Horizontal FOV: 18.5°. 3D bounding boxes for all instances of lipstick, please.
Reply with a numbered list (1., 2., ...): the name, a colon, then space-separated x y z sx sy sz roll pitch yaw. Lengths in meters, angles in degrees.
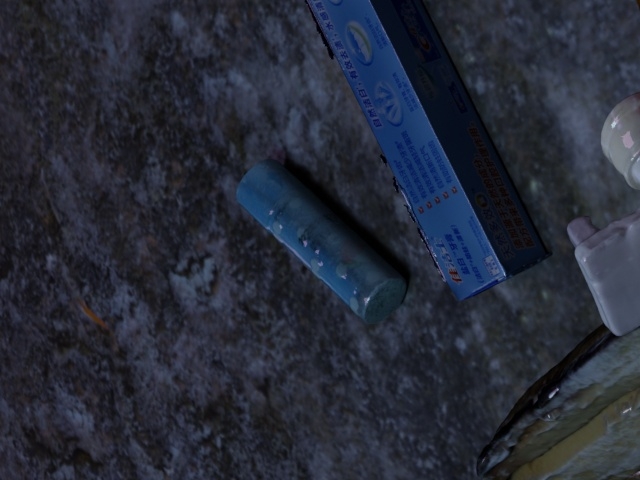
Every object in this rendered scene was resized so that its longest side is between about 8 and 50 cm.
1. lipstick: 0.000 0.000 1.533 0.158 0.048 0.048 43 138 29

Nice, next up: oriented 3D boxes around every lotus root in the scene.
1. lotus root: 0.215 0.096 1.264 0.329 0.167 0.078 -45 29 52

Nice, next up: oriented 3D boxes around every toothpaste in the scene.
1. toothpaste: 0.070 -0.093 1.393 0.066 0.053 0.272 -32 82 50

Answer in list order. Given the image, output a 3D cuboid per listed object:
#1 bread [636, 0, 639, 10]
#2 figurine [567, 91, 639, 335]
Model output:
1. bread: 0.238 -0.160 1.070 0.260 0.134 0.129 25 128 43
2. figurine: 0.242 0.028 1.007 0.257 0.181 0.145 -130 30 -53
